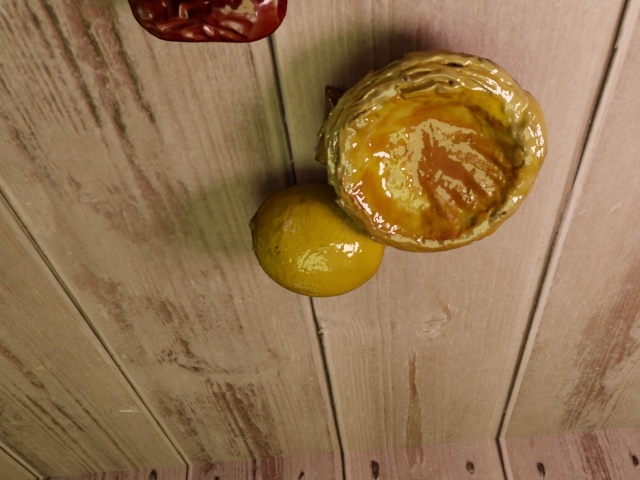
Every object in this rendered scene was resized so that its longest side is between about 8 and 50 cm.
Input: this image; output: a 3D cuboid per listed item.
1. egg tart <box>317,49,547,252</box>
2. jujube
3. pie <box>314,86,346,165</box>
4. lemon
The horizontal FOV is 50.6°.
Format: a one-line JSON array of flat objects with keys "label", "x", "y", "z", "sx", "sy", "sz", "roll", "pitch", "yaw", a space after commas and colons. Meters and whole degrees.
[{"label": "egg tart", "x": 0.187, "y": -0.159, "z": 1.168, "sx": 0.387, "sy": 0.169, "sz": 0.388, "roll": 3, "pitch": 127, "yaw": 4}, {"label": "jujube", "x": -0.157, "y": -0.351, "z": 0.950, "sx": 0.230, "sy": 0.155, "sz": 0.155, "roll": -7, "pitch": 141, "yaw": 6}, {"label": "pie", "x": 0.038, "y": -0.204, "z": 1.244, "sx": 0.092, "sy": 0.034, "sz": 0.170, "roll": 6, "pitch": 135, "yaw": -9}, {"label": "lemon", "x": -0.004, "y": 0.000, "z": 1.341, "sx": 0.263, "sy": 0.236, "sz": 0.236, "roll": 16, "pitch": 141, "yaw": 7}]
